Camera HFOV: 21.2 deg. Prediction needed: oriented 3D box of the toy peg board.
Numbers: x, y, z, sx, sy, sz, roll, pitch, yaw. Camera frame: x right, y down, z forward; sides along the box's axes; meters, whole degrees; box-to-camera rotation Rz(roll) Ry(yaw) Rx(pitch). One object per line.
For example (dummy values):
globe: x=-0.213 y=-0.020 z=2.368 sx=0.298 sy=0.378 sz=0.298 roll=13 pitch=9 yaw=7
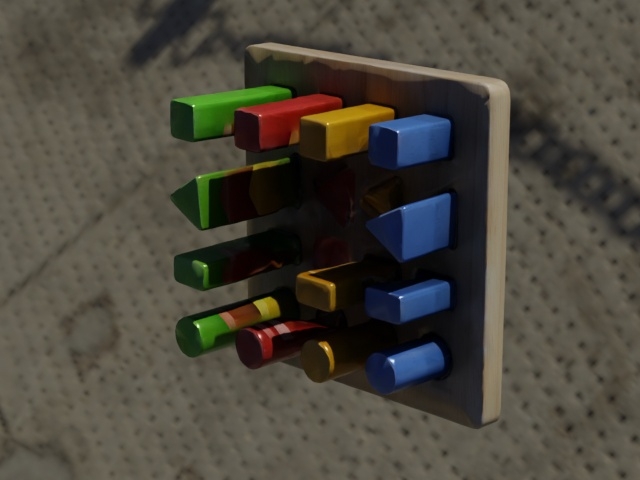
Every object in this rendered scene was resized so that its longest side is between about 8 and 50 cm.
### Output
toy peg board: x=0.000 y=0.000 z=0.796 sx=0.161 sy=0.079 sz=0.161 roll=16 pitch=112 yaw=44
